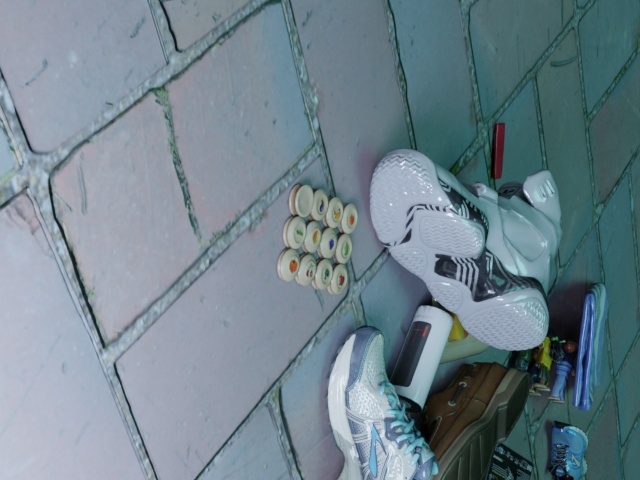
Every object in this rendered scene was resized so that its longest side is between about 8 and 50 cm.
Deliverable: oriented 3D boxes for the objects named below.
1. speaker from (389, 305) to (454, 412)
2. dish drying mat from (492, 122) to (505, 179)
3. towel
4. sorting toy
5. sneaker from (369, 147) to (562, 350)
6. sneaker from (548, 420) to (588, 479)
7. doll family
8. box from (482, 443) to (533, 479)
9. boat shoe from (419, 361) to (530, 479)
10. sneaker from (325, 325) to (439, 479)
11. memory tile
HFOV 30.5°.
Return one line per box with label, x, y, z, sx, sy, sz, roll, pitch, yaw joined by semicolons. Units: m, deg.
speaker;0.131;0.156;1.557;0.055;0.055;0.136;54;52;-48
dish drying mat;0.267;-0.134;1.763;0.032;0.008;0.083;-12;105;-58
towel;0.483;0.183;2.093;0.285;0.034;0.209;-5;100;-74
sorting toy;0.212;0.072;1.687;0.193;0.038;0.208;-3;99;-59
sneaker;0.199;-0.035;1.535;0.366;0.137;0.210;48;48;-34
sneaker;0.441;0.390;2.108;0.073;0.063;0.162;-51;136;-36
doll family;0.376;0.200;1.957;0.193;0.076;0.111;42;56;-59
box;0.241;0.378;1.760;0.180;0.077;0.147;37;65;-55
boat shoe;0.188;0.268;1.632;0.307;0.104;0.110;-35;134;-53
sneaker;0.085;0.242;1.417;0.110;0.122;0.283;-6;93;-61
memory tile;0.000;0.000;1.350;0.148;0.012;0.113;19;80;-58
